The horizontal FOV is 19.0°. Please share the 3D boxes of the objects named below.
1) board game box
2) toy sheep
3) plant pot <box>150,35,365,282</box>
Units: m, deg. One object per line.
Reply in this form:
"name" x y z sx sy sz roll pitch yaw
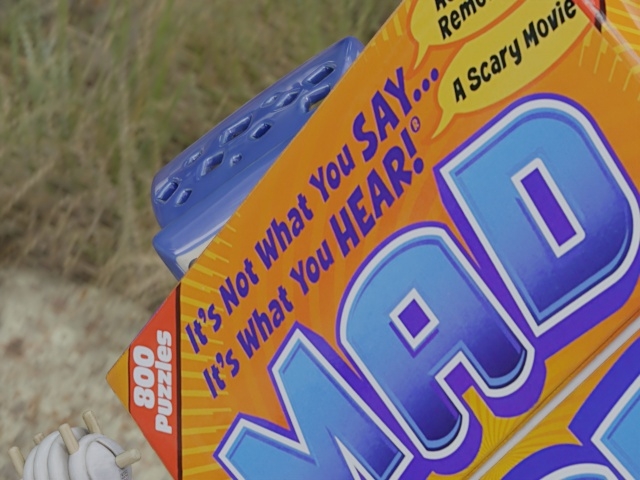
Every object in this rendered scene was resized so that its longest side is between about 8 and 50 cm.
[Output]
"board game box" 0.188 0.067 0.978 0.356 0.356 0.356 -15 62 -50
"toy sheep" -0.195 0.188 1.529 0.091 0.132 0.091 27 50 -39
"plant pot" 0.000 0.000 1.635 0.236 0.236 0.212 52 13 -15
